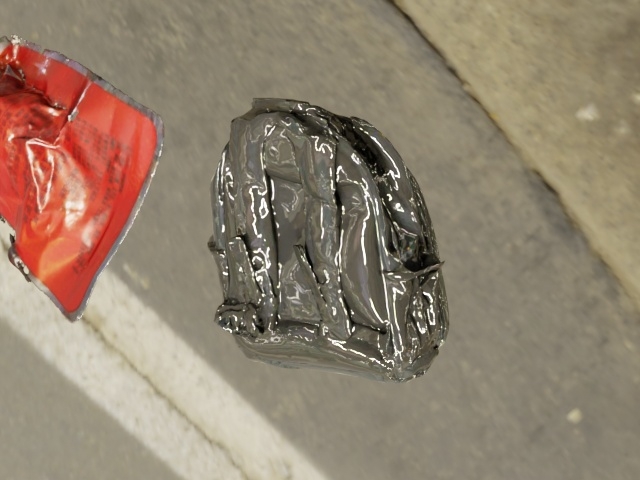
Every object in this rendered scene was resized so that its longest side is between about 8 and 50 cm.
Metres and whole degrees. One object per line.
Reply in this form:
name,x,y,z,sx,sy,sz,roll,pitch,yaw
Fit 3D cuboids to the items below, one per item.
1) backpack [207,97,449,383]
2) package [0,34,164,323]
backpack,0.000,0.000,1.216,0.206,0.133,0.258,9,125,28
package,-0.238,-0.072,1.330,0.071,0.269,0.194,2,118,-35
